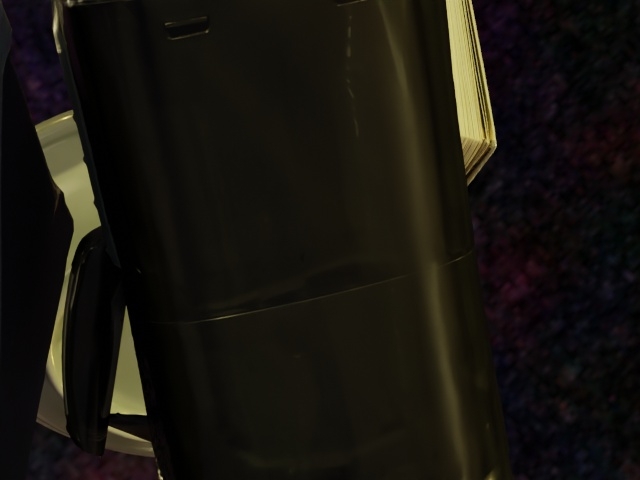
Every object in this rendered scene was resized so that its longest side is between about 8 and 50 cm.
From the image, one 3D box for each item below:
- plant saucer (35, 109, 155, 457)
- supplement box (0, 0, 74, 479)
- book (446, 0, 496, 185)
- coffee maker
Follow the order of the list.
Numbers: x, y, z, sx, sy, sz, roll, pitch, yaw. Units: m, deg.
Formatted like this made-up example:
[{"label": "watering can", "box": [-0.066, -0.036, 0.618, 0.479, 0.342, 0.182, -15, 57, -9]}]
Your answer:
[{"label": "plant saucer", "box": [-0.128, 0.066, 1.477, 0.400, 0.100, 0.400, -1, 127, -1]}, {"label": "supplement box", "box": [-0.271, 0.025, 0.502, 0.356, 0.195, 0.194, 8, 162, 0]}, {"label": "book", "box": [0.025, -0.063, 0.671, 0.035, 0.144, 0.096, 12, 138, -18]}, {"label": "coffee maker", "box": [0.000, 0.000, 0.485, 0.171, 0.120, 0.178, 14, 120, 54]}]
